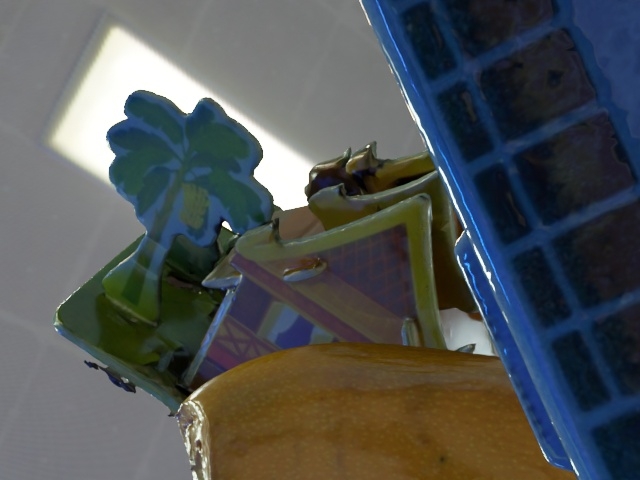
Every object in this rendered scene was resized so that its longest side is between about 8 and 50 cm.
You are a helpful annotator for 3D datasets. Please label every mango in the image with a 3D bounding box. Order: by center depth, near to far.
[{"bbox_3d":[0.085,0.154,0.771,0.359,0.144,0.187,22,-123,0],"label":"mango"}]

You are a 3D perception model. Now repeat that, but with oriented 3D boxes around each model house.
[{"bbox_3d":[0.000,0.000,1.018,0.358,0.312,0.242,34,-145,8],"label":"model house"}]

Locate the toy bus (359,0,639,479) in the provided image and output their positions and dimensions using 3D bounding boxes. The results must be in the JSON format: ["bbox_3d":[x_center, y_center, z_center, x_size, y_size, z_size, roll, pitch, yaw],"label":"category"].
[{"bbox_3d":[0.099,-0.030,0.370,0.234,0.134,0.116,67,-158,4],"label":"toy bus"}]
